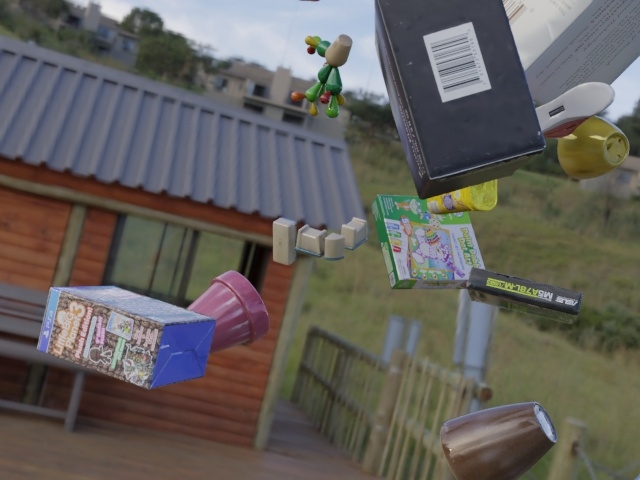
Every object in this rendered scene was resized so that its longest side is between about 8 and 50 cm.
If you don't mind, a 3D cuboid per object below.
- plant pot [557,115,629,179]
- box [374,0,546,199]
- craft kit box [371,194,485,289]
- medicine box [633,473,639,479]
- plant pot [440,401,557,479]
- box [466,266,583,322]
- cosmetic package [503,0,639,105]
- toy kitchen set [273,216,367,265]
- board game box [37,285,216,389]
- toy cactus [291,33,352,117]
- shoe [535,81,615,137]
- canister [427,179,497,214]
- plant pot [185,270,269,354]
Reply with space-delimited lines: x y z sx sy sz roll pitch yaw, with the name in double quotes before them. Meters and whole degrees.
"plant pot" 0.558 -0.185 1.864 0.134 0.134 0.095 15 1 -27
"box" 0.202 -0.234 1.452 0.183 0.296 0.294 -16 -4 3
"craft kit box" 0.269 0.004 2.309 0.247 0.249 0.061 2 -33 -24
"medicine box" 0.659 0.340 1.460 0.149 0.263 0.289 46 -18 17
"plant pot" 0.445 0.488 2.252 0.230 0.215 0.215 -32 -24 23
"box" 0.345 0.096 1.586 0.184 0.045 0.191 11 -7 13
"cosmetic package" 0.476 -0.498 1.940 0.329 0.327 0.394 52 23 24
"toy kitchen set" 0.000 0.000 2.555 0.207 0.122 0.166 17 31 28
"board game box" -0.415 0.203 2.024 0.291 0.141 0.232 15 4 21
"toy cactus" 0.011 -0.377 2.005 0.112 0.218 0.180 11 -34 -18
"shoe" 0.479 -0.244 1.758 0.178 0.063 0.081 -22 -15 33
"canister" 0.308 -0.122 2.054 0.073 0.126 0.170 1 -3 -28
"plant pot" -0.264 0.207 2.450 0.180 0.201 0.201 -31 25 -29
